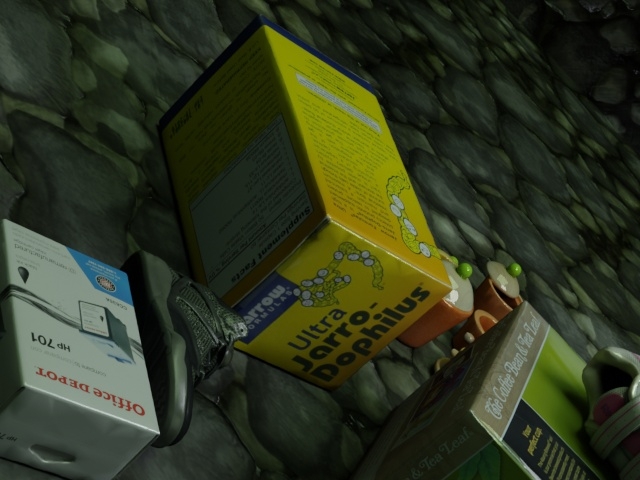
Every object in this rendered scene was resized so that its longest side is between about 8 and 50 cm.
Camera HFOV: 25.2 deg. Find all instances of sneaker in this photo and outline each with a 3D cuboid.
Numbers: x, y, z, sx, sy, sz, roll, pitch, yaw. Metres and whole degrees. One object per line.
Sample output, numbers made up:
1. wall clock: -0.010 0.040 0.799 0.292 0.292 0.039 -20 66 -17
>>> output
1. sneaker: -0.121 0.110 1.331 0.130 0.087 0.227 25 25 -28
2. sneaker: 0.310 0.196 1.369 0.111 0.103 0.252 30 22 -27

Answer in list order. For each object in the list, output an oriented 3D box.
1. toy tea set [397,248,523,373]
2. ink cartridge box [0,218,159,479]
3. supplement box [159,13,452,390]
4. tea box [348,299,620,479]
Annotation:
1. toy tea set: 0.201 0.077 1.876 0.200 0.124 0.336 45 24 -4
2. ink cartridge box: -0.223 0.093 1.195 0.140 0.082 0.190 27 29 -38
3. supplement box: -0.027 -0.046 1.602 0.195 0.194 0.356 28 30 -36
4. tea box: 0.215 0.283 1.457 0.323 0.220 0.329 48 23 0
